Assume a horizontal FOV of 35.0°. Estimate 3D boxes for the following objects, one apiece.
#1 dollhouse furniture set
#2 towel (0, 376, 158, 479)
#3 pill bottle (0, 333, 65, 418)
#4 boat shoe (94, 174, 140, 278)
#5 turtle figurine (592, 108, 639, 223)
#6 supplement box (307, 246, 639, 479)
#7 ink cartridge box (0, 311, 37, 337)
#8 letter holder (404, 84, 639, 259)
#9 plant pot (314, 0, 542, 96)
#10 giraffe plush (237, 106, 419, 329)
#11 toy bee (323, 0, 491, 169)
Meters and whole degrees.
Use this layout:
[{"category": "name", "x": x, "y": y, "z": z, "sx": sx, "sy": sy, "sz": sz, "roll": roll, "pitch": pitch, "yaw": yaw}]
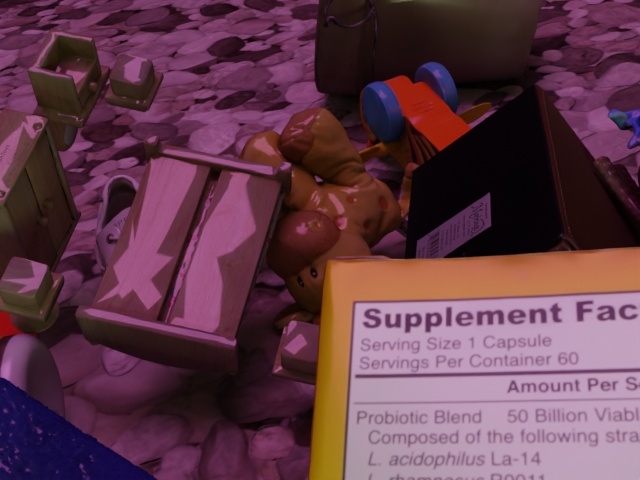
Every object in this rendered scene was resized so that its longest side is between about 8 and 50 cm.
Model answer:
[{"category": "dollhouse furniture set", "x": -0.134, "y": -0.010, "z": 0.975, "sx": 0.356, "sy": 0.174, "sz": 0.303, "roll": 13, "pitch": 58, "yaw": 6}, {"category": "towel", "x": -0.247, "y": 0.244, "z": 0.668, "sx": 0.228, "sy": 0.076, "sz": 0.308, "roll": 32, "pitch": 42, "yaw": 7}, {"category": "pill bottle", "x": -0.337, "y": 0.151, "z": 0.864, "sx": 0.215, "sy": 0.117, "sz": 0.117, "roll": -10, "pitch": 30, "yaw": 4}, {"category": "boat shoe", "x": -0.197, "y": 0.010, "z": 1.080, "sx": 0.098, "sy": 0.096, "sz": 0.277, "roll": -18, "pitch": 31, "yaw": -15}, {"category": "turtle figurine", "x": 0.366, "y": -0.041, "z": 0.819, "sx": 0.275, "sy": 0.198, "sz": 0.266, "roll": 6, "pitch": 57, "yaw": 10}, {"category": "supplement box", "x": 0.104, "y": 0.199, "z": 0.405, "sx": 0.194, "sy": 0.195, "sz": 0.356, "roll": -3, "pitch": 62, "yaw": 15}, {"category": "ink cartridge box", "x": -0.451, "y": 0.076, "z": 1.095, "sx": 0.275, "sy": 0.060, "sz": 0.239, "roll": -18, "pitch": 29, "yaw": -11}, {"category": "letter holder", "x": 0.196, "y": 0.038, "z": 0.872, "sx": 0.152, "sy": 0.214, "sz": 0.302, "roll": -36, "pitch": 19, "yaw": 23}, {"category": "plant pot", "x": 0.157, "y": -0.339, "z": 1.401, "sx": 0.280, "sy": 0.323, "sz": 0.323, "roll": 11, "pitch": 33, "yaw": 4}, {"category": "giraffe plush", "x": 0.000, "y": 0.000, "z": 1.003, "sx": 0.210, "sy": 0.181, "sz": 0.170, "roll": 23, "pitch": 42, "yaw": -8}, {"category": "toy bee", "x": 0.109, "y": -0.146, "z": 1.224, "sx": 0.195, "sy": 0.162, "sz": 0.298, "roll": -5, "pitch": 54, "yaw": -4}]
